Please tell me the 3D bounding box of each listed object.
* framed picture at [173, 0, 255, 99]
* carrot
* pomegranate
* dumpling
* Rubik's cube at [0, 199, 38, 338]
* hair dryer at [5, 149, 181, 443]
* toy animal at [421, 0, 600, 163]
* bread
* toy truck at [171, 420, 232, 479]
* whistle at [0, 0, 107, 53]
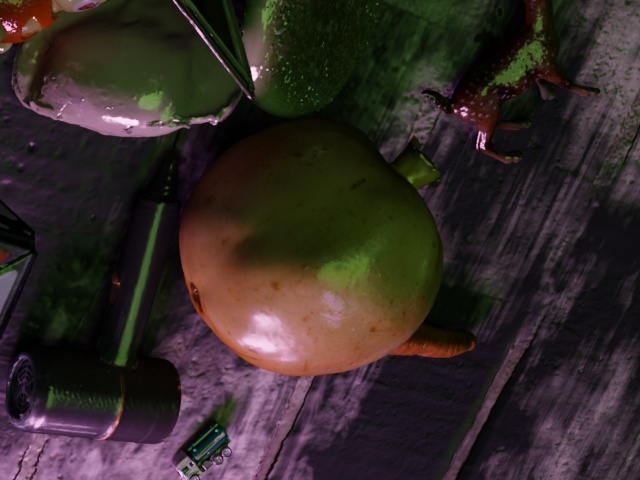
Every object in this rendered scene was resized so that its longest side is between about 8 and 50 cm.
[{"bbox_3d":[-0.134,-0.278,1.625,0.014,0.252,0.197,-30,130,11],"label":"framed picture"},{"bbox_3d":[0.120,0.127,2.123,0.248,0.059,0.059,12,107,-39],"label":"carrot"},{"bbox_3d":[0.000,0.000,1.823,0.319,0.319,0.319,-15,121,-26],"label":"pomegranate"},{"bbox_3d":[-0.199,-0.193,1.696,0.247,0.142,0.172,5,87,3],"label":"dumpling"},{"bbox_3d":[-0.462,0.031,1.574,0.250,0.248,0.246,16,105,-39],"label":"Rubik's cube"},{"bbox_3d":[-0.234,0.060,1.847,0.189,0.107,0.352,9,101,-34],"label":"hair dryer"},{"bbox_3d":[0.245,-0.235,1.992,0.243,0.087,0.260,-49,133,-3],"label":"toy animal"},{"bbox_3d":[0.000,-0.255,1.780,0.267,0.040,0.267,-43,145,-41],"label":"bread"},{"bbox_3d":[-0.150,0.269,2.035,0.083,0.039,0.044,-41,112,-10],"label":"toy truck"},{"bbox_3d":[-0.302,-0.254,1.596,0.289,0.131,0.106,-24,90,-1],"label":"whistle"}]
